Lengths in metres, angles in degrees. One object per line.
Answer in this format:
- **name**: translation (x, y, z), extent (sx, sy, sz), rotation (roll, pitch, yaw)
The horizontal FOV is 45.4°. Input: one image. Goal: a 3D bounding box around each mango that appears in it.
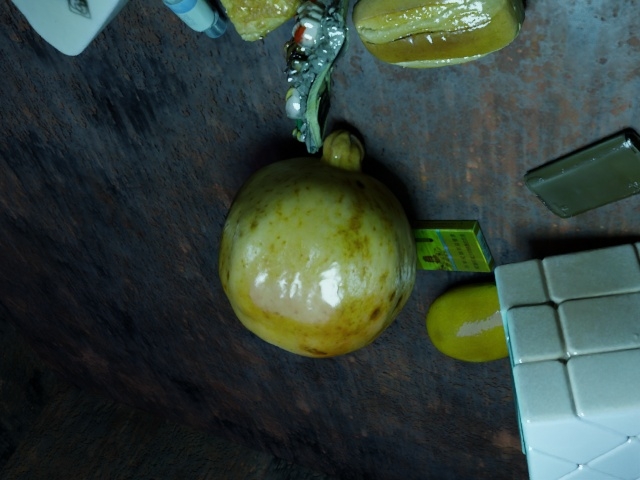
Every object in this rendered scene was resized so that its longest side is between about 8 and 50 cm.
- **mango**: translation (0.333, 0.163, 1.532), extent (0.254, 0.139, 0.175), rotation (-16, 133, 39)

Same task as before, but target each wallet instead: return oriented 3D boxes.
- **wallet**: translation (0.429, -0.099, 1.204), extent (0.110, 0.031, 0.198), rotation (40, 146, -19)

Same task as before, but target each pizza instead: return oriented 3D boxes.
- **pizza**: translation (-0.111, -0.451, 1.093), extent (0.287, 0.075, 0.280), rotation (44, 140, -19)

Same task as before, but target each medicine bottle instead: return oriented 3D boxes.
- **medicine bottle**: translation (-0.203, -0.375, 1.190), extent (0.053, 0.090, 0.208), rotation (-28, 166, 10)

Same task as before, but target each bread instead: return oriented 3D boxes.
- **bread**: translation (0.155, -0.310, 1.052), extent (0.236, 0.106, 0.140), rotation (0, 140, 37)

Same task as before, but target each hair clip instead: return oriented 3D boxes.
- **hair clip**: translation (-0.015, -0.265, 1.182), extent (0.091, 0.138, 0.321), rotation (9, 152, -3)

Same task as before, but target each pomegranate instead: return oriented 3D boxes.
- **pomegranate**: translation (0.000, 0.000, 1.389), extent (0.409, 0.410, 0.410), rotation (19, 146, 14)

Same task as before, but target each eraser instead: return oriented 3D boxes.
- **eraser**: translation (-0.377, -0.465, 1.194), extent (0.331, 0.150, 0.331), rotation (18, 145, 13)

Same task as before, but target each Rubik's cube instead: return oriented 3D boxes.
- **Rubik's cube**: translation (0.478, 0.225, 1.270), extent (0.318, 0.316, 0.322), rotation (-9, 135, 12)

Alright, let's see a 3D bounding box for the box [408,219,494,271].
- **box**: translation (0.231, 0.011, 1.499), extent (0.193, 0.030, 0.121), rotation (2, 139, 35)
